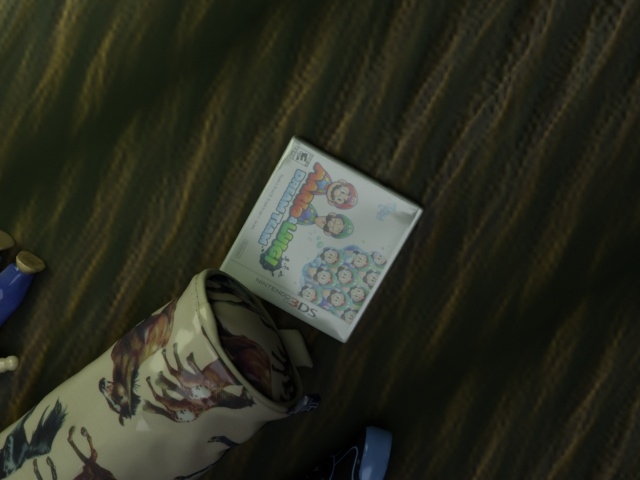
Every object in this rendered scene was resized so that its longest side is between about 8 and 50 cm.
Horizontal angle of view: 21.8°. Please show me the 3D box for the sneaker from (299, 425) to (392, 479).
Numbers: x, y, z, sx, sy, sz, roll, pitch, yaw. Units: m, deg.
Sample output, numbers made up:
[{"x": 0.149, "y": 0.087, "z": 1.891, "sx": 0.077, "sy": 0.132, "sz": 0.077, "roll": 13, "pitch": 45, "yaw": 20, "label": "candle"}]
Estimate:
[{"x": -0.014, "y": 0.270, "z": 1.631, "sx": 0.090, "sy": 0.081, "sz": 0.232, "roll": 26, "pitch": 108, "yaw": -8, "label": "sneaker"}]

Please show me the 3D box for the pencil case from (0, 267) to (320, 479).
[{"x": -0.196, "y": 0.207, "z": 1.589, "sx": 0.410, "sy": 0.160, "sz": 0.183, "roll": -39, "pitch": 140, "yaw": 17, "label": "pencil case"}]

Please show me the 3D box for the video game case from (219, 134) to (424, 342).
[{"x": 0.000, "y": 0.000, "z": 1.587, "sx": 0.143, "sy": 0.019, "sz": 0.157, "roll": 29, "pitch": 106, "yaw": -2, "label": "video game case"}]

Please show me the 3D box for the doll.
[{"x": -0.347, "y": 0.084, "z": 1.637, "sx": 0.129, "sy": 0.046, "sz": 0.189, "roll": 37, "pitch": 106, "yaw": -3, "label": "doll"}]
